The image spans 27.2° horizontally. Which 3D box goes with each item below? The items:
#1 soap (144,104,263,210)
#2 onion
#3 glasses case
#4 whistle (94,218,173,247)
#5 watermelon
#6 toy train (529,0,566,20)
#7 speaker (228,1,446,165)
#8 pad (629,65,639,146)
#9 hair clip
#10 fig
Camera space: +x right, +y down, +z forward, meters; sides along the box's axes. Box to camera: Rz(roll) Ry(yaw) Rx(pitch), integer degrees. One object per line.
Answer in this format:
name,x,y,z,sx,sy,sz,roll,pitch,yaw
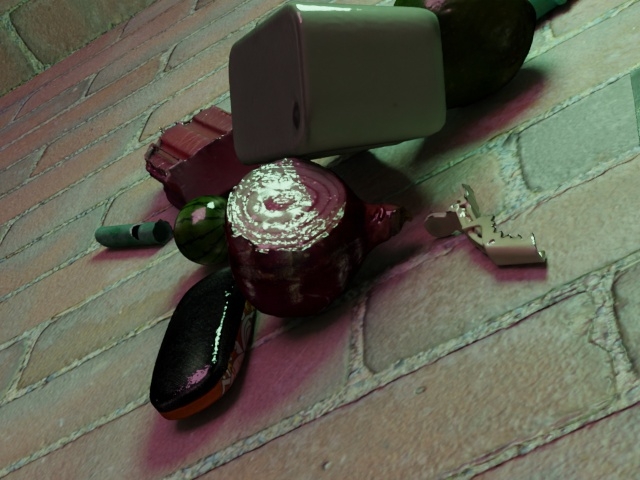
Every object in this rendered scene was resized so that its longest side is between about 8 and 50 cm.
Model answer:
soap,-0.196,-0.137,2.119,0.162,0.099,0.250,-38,23,-8
onion,0.000,0.000,1.535,0.218,0.140,0.195,-7,31,4
glasses case,-0.136,0.116,1.568,0.103,0.067,0.266,-25,23,19
whistle,-0.298,-0.010,2.087,0.186,0.039,0.039,-4,38,52
watermelon,-0.157,-0.013,1.818,0.109,0.109,0.109,-29,23,14
toy train,0.313,-0.378,1.918,0.248,0.101,0.159,-36,38,0
speaker,0.011,-0.194,1.708,0.184,0.183,0.406,-5,2,-15
pad,0.423,-0.173,1.448,0.170,0.006,0.245,-24,24,22
hair clip,0.174,-0.004,1.421,0.072,0.034,0.226,-39,24,0
fig,0.171,-0.253,1.742,0.245,0.195,0.195,-57,27,-12
